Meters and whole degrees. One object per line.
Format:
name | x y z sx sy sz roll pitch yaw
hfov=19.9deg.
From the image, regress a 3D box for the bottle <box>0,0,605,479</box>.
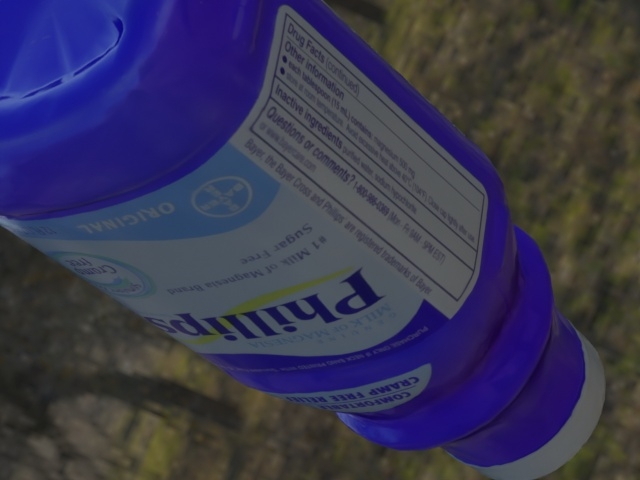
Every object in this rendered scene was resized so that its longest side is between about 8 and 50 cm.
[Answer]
bottle | 0.000 0.000 0.593 0.118 0.283 0.092 -10 58 34
